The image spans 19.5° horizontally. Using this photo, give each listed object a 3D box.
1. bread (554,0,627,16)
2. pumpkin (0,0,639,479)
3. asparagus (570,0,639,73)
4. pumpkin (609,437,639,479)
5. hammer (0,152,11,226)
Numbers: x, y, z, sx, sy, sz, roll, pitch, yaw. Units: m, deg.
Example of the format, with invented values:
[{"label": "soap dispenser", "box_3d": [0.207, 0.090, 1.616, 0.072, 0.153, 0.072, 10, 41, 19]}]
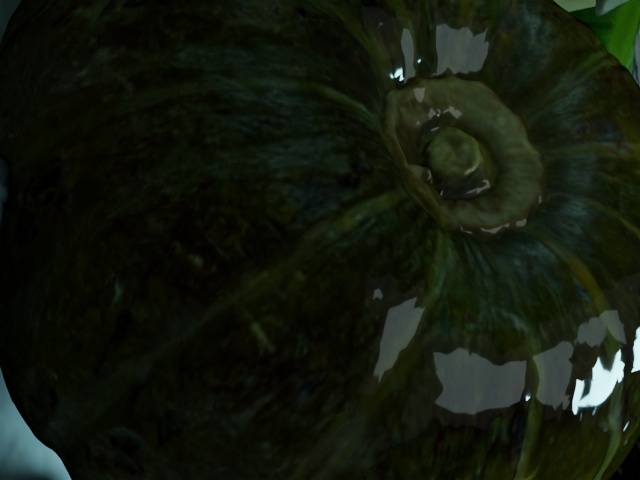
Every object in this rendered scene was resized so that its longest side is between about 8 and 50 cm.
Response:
[{"label": "bread", "box_3d": [0.053, -0.261, 0.639, 0.236, 0.183, 0.389, -113, -169, -62]}, {"label": "pumpkin", "box_3d": [0.000, 0.000, 0.541, 0.219, 0.162, 0.219, 19, 48, -22]}, {"label": "asparagus", "box_3d": [0.157, -0.133, 1.124, 0.343, 0.085, 0.082, -65, 171, -55]}, {"label": "pumpkin", "box_3d": [0.142, 0.130, 0.809, 0.248, 0.248, 0.248, -2, 90, -70]}, {"label": "hammer", "box_3d": [-0.170, -0.014, 0.274, 0.427, 0.044, 0.152, 44, 48, -61]}]
